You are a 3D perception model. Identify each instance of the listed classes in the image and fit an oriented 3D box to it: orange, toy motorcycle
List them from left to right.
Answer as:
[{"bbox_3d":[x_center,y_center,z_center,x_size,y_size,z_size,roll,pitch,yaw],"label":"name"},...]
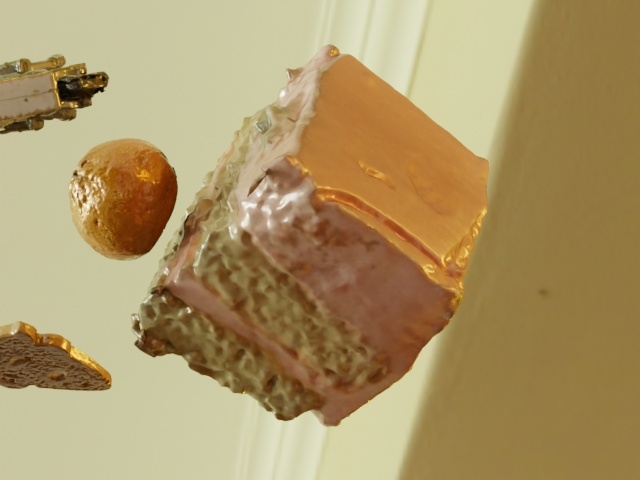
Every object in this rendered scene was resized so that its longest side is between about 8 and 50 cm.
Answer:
[{"bbox_3d":[-0.330,-0.137,1.505,0.152,0.225,0.073,-1,-77,51],"label":"toy motorcycle"},{"bbox_3d":[-0.217,-0.048,1.657,0.117,0.135,0.135,32,-53,-7],"label":"orange"}]

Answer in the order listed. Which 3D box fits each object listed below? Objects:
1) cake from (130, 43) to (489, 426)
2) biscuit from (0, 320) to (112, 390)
[{"bbox_3d":[0.000,0.000,1.689,0.293,0.314,0.307,33,-55,-16],"label":"cake"},{"bbox_3d":[-0.374,0.149,1.918,0.250,0.035,0.162,22,-35,-32],"label":"biscuit"}]
